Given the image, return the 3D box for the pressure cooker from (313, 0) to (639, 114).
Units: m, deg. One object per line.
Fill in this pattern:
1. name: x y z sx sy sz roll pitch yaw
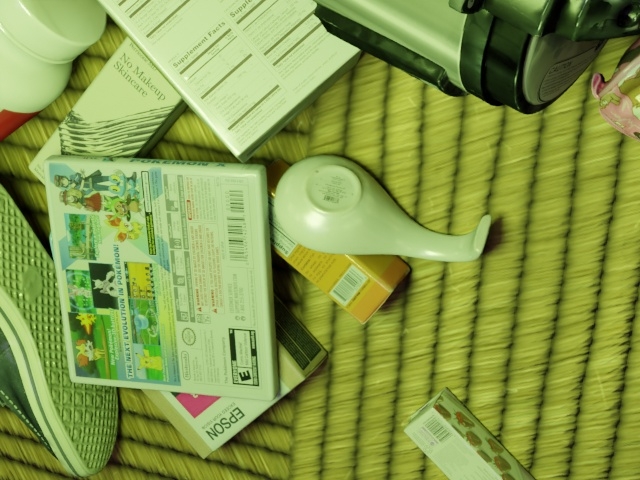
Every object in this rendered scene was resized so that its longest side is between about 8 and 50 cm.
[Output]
1. pressure cooker: 0.184 -0.334 1.342 0.420 0.375 0.370 33 76 18

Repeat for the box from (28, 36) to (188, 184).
1. box: -0.267 -0.163 1.795 0.113 0.094 0.275 43 121 1

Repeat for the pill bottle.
1. pill bottle: -0.482 -0.233 1.779 0.407 0.229 0.229 -30 97 30

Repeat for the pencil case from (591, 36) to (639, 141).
1. pencil case: 0.480 -0.088 1.477 0.386 0.167 0.160 46 160 0

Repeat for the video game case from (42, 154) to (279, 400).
1. video game case: -0.208 0.051 1.776 0.299 0.036 0.329 4 113 15

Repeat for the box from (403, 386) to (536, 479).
1. box: 0.249 0.340 1.805 0.324 0.063 0.067 45 122 0

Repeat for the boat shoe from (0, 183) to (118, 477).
1. boat shoe: -0.441 0.130 1.917 0.156 0.187 0.500 -12 118 27

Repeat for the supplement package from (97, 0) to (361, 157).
1. supplement package: -0.109 -0.255 1.590 0.198 0.199 0.263 -41 92 0

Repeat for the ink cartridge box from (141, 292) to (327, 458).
1. ink cartridge box: -0.140 0.166 1.884 0.193 0.088 0.234 48 120 -1

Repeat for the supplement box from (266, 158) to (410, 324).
1. supplement box: 0.000 0.000 1.761 0.233 0.078 0.080 42 124 3

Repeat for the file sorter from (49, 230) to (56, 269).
1. file sorter: -0.275 0.020 1.870 0.170 0.104 0.118 0 112 22

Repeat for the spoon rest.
1. spoon rest: 0.075 -0.028 1.703 0.276 0.137 0.084 17 154 9
